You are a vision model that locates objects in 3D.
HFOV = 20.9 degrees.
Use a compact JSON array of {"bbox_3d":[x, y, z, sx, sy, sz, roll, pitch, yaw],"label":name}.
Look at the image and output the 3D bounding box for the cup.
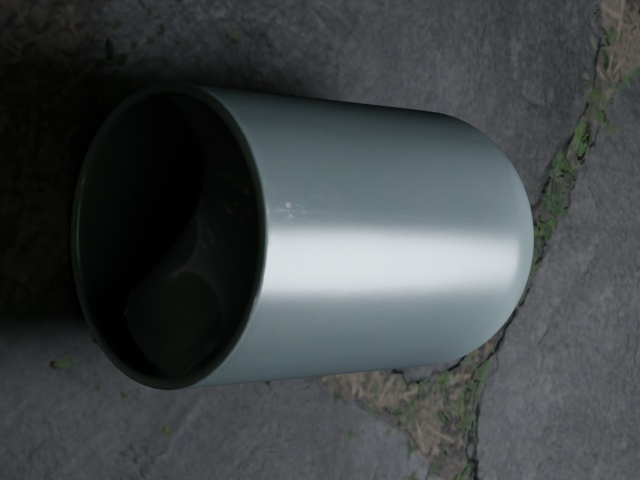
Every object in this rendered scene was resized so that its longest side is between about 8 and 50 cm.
[{"bbox_3d":[0.000,0.000,1.250,0.312,0.205,0.206,2,89,-44],"label":"cup"}]
